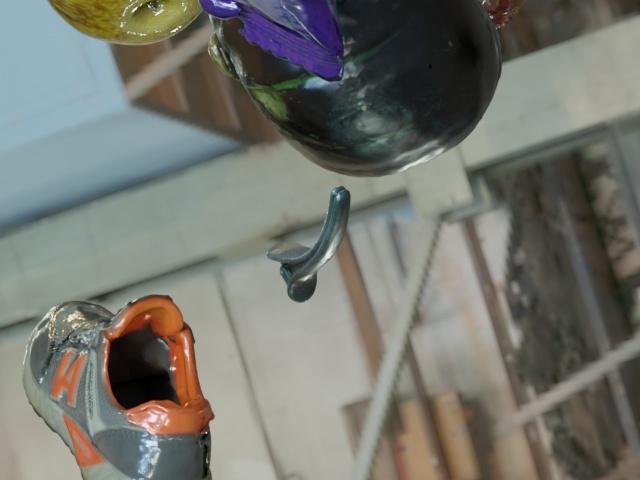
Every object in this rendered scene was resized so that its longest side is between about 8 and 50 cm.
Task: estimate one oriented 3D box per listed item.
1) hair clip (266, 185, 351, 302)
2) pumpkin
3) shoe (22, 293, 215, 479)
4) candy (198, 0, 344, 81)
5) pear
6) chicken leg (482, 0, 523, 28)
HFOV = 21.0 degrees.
[{"bbox_3d":[0.000,0.000,1.759,0.070,0.039,0.229,62,156,9],"label":"hair clip"},{"bbox_3d":[0.013,-0.203,1.533,0.315,0.238,0.315,56,-166,-22],"label":"pumpkin"},{"bbox_3d":[-0.190,0.114,1.652,0.336,0.132,0.171,49,131,51],"label":"shoe"},{"bbox_3d":[-0.049,-0.233,1.213,0.070,0.145,0.275,-44,-32,-25],"label":"candy"},{"bbox_3d":[-0.256,-0.396,2.280,0.281,0.281,0.280,-18,-90,-74],"label":"pear"},{"bbox_3d":[0.227,-0.331,2.209,0.089,0.048,0.219,32,130,44],"label":"chicken leg"}]
